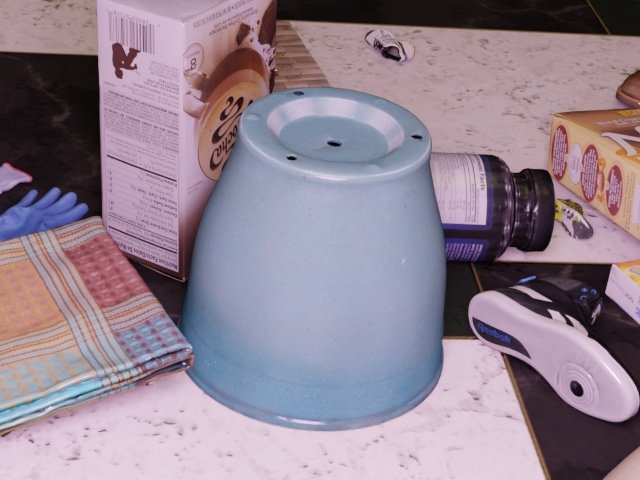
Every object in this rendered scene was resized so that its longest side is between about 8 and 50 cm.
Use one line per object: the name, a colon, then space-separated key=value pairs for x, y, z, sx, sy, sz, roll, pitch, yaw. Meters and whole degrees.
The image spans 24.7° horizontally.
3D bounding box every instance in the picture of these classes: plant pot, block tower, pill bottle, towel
plant pot: x=0.000 y=0.000 z=1.416 sx=0.271 sy=0.255 sz=0.272 roll=4 pitch=32 yaw=-3
block tower: x=-0.046 y=-0.177 z=1.850 sx=0.097 sy=0.091 sz=0.335 roll=-5 pitch=34 yaw=-19
pill bottle: x=0.143 y=-0.037 z=1.628 sx=0.219 sy=0.123 sz=0.123 roll=2 pitch=32 yaw=-8
towel: x=-0.336 y=0.093 z=1.363 sx=0.370 sy=0.040 sz=0.271 roll=-18 pitch=39 yaw=-21

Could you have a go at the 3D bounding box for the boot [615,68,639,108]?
boot: x=0.529 y=-0.259 z=2.067 sx=0.305 sy=0.115 sz=0.112 roll=-23 pitch=45 yaw=-37

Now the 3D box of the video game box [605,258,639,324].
video game box: x=0.445 y=0.074 z=1.579 sx=0.205 sy=0.048 sz=0.187 roll=-9 pitch=33 yaw=-24

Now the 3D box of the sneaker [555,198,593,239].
sneaker: x=0.301 y=-0.030 z=1.731 sx=0.035 sy=0.031 sz=0.083 roll=-10 pitch=35 yaw=-26

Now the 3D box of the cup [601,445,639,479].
cup: x=0.316 y=0.258 z=1.078 sx=0.331 sy=0.237 sz=0.331 roll=5 pitch=31 yaw=-3

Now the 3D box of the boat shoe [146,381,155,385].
boat shoe: x=-0.193 y=0.093 z=1.430 sx=0.043 sy=0.049 sz=0.137 roll=-5 pitch=38 yaw=-15

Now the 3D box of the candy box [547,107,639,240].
candy box: x=0.418 y=-0.072 z=1.722 sx=0.183 sy=0.087 sz=0.316 roll=-4 pitch=23 yaw=-18

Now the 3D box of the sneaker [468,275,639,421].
sneaker: x=0.265 y=0.094 z=1.478 sx=0.121 sy=0.079 sz=0.217 roll=-21 pitch=39 yaw=-34

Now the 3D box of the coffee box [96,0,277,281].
coffee box: x=-0.140 y=-0.130 z=1.559 sx=0.119 sy=0.297 sz=0.168 roll=20 pitch=35 yaw=27

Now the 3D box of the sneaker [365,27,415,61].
sneaker: x=0.094 y=-0.280 z=2.095 sx=0.083 sy=0.032 sz=0.037 roll=26 pitch=36 yaw=29

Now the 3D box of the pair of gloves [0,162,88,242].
pair of gloves: x=-0.366 y=-0.039 z=1.632 sx=0.198 sy=0.023 sz=0.159 roll=29 pitch=38 yaw=30
